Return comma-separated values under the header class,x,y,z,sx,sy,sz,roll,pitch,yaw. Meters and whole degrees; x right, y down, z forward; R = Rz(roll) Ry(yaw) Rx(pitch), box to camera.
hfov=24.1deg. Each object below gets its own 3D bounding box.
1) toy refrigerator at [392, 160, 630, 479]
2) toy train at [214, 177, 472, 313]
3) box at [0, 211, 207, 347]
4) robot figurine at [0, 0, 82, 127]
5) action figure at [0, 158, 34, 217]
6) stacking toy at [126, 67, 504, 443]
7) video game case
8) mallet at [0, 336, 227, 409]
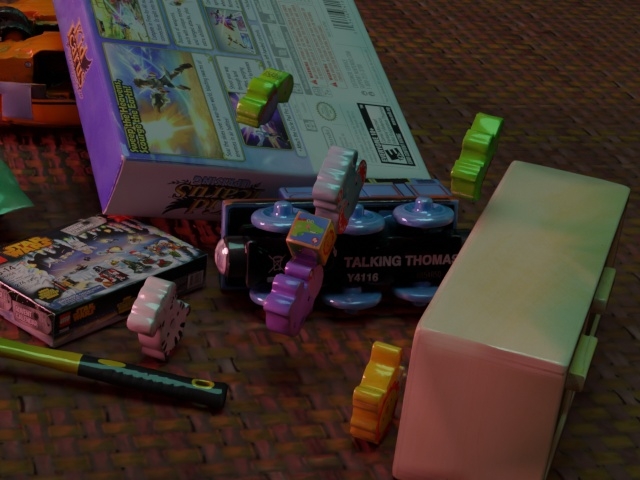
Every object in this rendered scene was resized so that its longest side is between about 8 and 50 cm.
class,x,y,z,sx,sy,sz,roll,pitch,yaw
toy refrigerator,0.129,0.050,0.928,0.094,0.102,0.269,14,26,14
toy train,0.015,0.001,1.031,0.184,0.080,0.105,-2,19,-13
box,-0.155,0.021,0.993,0.094,0.027,0.137,24,31,33
robot figurine,-0.180,-0.151,1.277,0.291,0.085,0.211,-1,27,-15
action figure,-0.331,-0.033,1.017,0.232,0.063,0.137,-8,32,-37
stacking toy,0.000,0.000,0.927,0.167,0.052,0.221,17,66,18
video game case,-0.068,-0.125,1.151,0.244,0.061,0.270,4,45,-26
mallet,-0.149,0.068,0.897,0.189,0.039,0.062,9,29,-6
